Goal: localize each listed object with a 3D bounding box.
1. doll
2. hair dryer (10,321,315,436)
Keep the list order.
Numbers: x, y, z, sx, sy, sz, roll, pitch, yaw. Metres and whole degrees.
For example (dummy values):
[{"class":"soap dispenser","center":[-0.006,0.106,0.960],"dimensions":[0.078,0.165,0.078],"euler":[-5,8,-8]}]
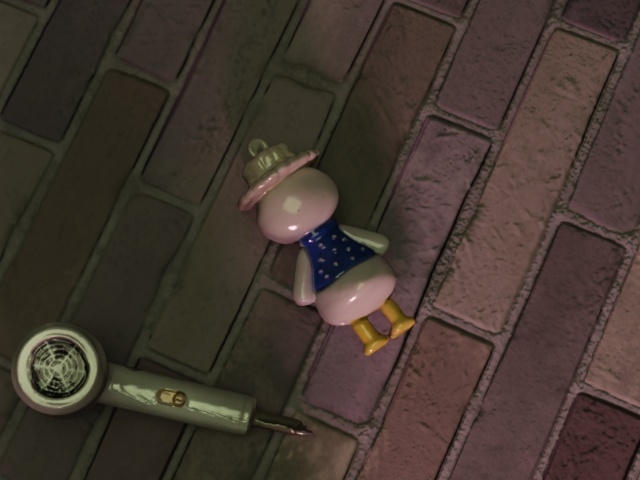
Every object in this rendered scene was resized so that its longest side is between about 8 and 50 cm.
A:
[{"class":"doll","center":[0.000,0.000,1.613],"dimensions":[0.138,0.119,0.293],"euler":[-34,83,-12]},{"class":"hair dryer","center":[-0.176,0.179,1.574],"dimensions":[0.357,0.173,0.107],"euler":[13,81,-6]}]
